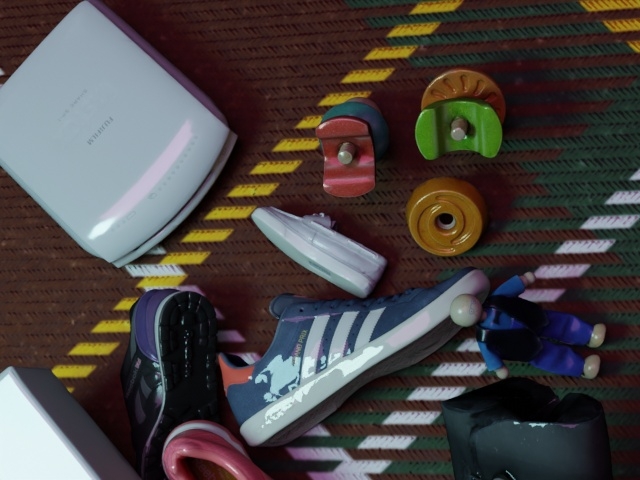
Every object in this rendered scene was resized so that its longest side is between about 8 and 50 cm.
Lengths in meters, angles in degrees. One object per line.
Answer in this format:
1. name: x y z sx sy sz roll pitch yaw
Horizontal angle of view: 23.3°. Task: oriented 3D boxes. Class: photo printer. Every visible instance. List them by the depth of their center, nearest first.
1. photo printer: -0.275 -0.133 2.020 0.256 0.107 0.307 -47 67 1

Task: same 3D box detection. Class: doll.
1. doll: 0.232 0.098 1.770 0.189 0.046 0.129 16 78 -18

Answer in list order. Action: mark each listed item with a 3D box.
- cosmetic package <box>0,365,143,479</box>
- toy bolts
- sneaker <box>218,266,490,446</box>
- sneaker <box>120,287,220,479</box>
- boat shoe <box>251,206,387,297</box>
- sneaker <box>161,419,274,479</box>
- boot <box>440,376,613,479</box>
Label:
1. cosmetic package: -0.293 0.352 1.781 0.217 0.156 0.385 -40 78 4
2. toy bolts: 0.112 -0.108 1.902 0.228 0.158 0.218 2 116 9
3. sneaker: 0.029 0.102 1.842 0.350 0.131 0.148 -32 72 7
4. sneaker: -0.194 0.201 1.923 0.124 0.107 0.283 3 87 54
5. boat shoe: 0.000 0.000 1.920 0.184 0.066 0.063 30 72 25
6. sneaker: -0.069 0.335 1.782 0.314 0.136 0.116 40 90 5
7. boot: 0.283 0.374 1.530 0.367 0.146 0.445 2 98 50
